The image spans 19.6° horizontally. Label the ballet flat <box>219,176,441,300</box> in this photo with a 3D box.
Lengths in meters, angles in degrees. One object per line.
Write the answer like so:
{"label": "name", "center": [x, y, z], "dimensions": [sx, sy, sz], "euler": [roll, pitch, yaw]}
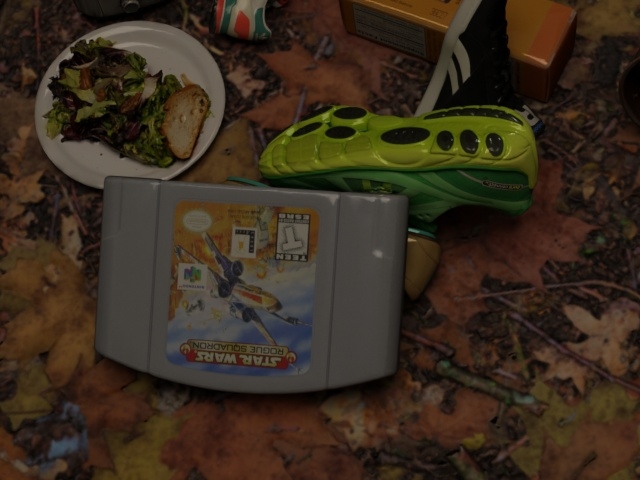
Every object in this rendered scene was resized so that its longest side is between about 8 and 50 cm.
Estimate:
{"label": "ballet flat", "center": [0.000, 0.000, 1.800], "dimensions": [0.232, 0.080, 0.073], "euler": [16, 80, 14]}

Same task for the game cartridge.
{"label": "game cartridge", "center": [-0.068, 0.045, 1.755], "dimensions": [0.297, 0.062, 0.198], "euler": [4, 87, 12]}

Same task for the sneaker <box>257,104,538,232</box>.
{"label": "sneaker", "center": [0.069, -0.060, 1.792], "dimensions": [0.295, 0.123, 0.109], "euler": [3, 37, 29]}

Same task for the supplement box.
{"label": "supplement box", "center": [0.138, -0.224, 1.886], "dimensions": [0.233, 0.080, 0.078], "euler": [23, 69, 14]}

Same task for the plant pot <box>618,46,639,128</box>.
{"label": "plant pot", "center": [0.394, -0.192, 1.805], "dimensions": [0.167, 0.167, 0.165], "euler": [17, 61, 13]}

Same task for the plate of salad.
{"label": "plate of salad", "center": [-0.198, -0.144, 1.901], "dimensions": [0.200, 0.048, 0.200], "euler": [-2, 66, 5]}

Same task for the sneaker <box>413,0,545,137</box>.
{"label": "sneaker", "center": [0.174, -0.156, 1.798], "dimensions": [0.121, 0.217, 0.079], "euler": [28, 37, 10]}

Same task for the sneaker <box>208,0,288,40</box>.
{"label": "sneaker", "center": [-0.065, -0.279, 1.952], "dimensions": [0.075, 0.057, 0.161], "euler": [16, 66, -5]}

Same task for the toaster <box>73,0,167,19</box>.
{"label": "toaster", "center": [-0.228, -0.357, 1.946], "dimensions": [0.129, 0.146, 0.227], "euler": [-14, 65, 0]}
